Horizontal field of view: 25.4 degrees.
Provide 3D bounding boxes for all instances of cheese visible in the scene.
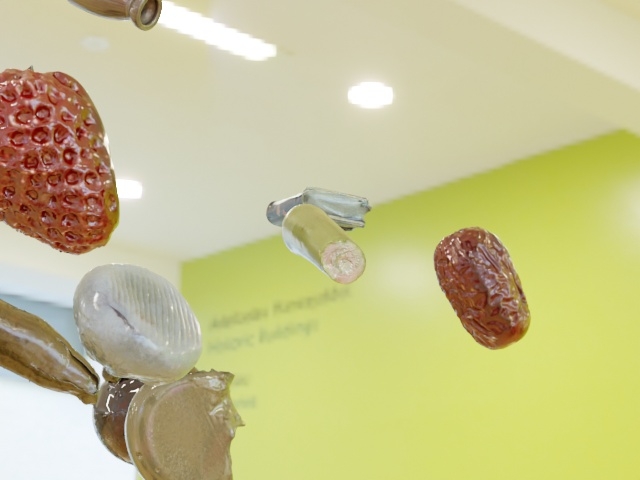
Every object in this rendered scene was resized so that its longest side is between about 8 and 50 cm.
[{"bbox_3d":[-0.191,0.291,2.055,0.175,0.202,0.091,-14,4,-6],"label":"cheese"}]

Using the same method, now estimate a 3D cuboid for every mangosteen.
[{"bbox_3d":[-0.302,0.283,2.457,0.216,0.216,0.216,2,-16,0],"label":"mangosteen"}]

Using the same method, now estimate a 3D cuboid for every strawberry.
[{"bbox_3d":[-0.519,-0.123,2.634,0.317,0.345,0.295,-41,-18,23],"label":"strawberry"}]

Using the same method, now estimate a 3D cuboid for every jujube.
[{"bbox_3d":[0.228,0.065,1.968,0.112,0.176,0.109,-25,-4,-27],"label":"jujube"}]

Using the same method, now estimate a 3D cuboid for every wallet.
[{"bbox_3d":[-0.003,-0.049,2.559,0.141,0.059,0.202,10,-9,-19],"label":"wallet"}]

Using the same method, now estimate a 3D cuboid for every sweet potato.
[{"bbox_3d":[-0.402,0.128,1.747,0.286,0.112,0.085,27,-28,-19],"label":"sweet potato"}]

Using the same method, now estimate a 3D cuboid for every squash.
[{"bbox_3d":[0.000,0.000,2.120,0.083,0.083,0.250,7,10,-18],"label":"squash"}]

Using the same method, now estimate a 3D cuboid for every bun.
[{"bbox_3d":[-0.183,0.088,1.375,0.083,0.141,0.141,-47,-39,20],"label":"bun"}]

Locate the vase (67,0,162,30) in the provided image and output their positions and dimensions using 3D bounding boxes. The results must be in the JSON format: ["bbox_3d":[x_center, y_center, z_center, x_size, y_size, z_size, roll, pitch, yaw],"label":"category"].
[{"bbox_3d":[-0.217,-0.258,1.498,0.100,0.053,0.053,25,-7,24],"label":"vase"}]
